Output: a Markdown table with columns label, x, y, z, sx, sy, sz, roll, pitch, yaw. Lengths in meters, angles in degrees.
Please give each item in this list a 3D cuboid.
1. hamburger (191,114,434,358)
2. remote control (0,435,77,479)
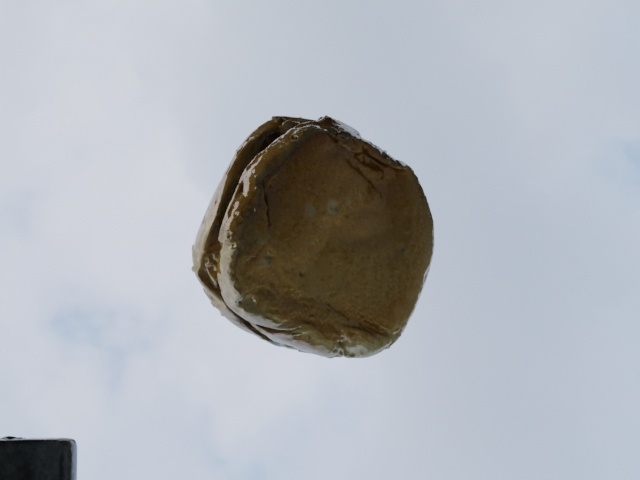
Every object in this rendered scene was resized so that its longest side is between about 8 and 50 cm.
| label | x | y | z | sx | sy | sz | roll | pitch | yaw |
| --- | --- | --- | --- | --- | --- | --- | --- | --- | --- |
| hamburger | -0.001 | 0.002 | 1.088 | 0.214 | 0.108 | 0.213 | -9 | -73 | -33 |
| remote control | -0.146 | 0.264 | 0.477 | 0.107 | 0.044 | 0.377 | 2 | -98 | -24 |
